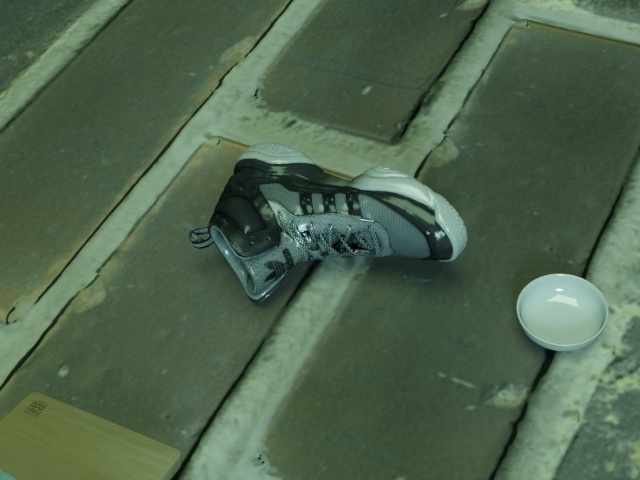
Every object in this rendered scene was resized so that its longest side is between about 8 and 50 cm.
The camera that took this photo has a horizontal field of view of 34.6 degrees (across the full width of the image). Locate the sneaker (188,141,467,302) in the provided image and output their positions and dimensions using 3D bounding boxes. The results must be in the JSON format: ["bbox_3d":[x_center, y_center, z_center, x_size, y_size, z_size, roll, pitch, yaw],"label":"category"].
[{"bbox_3d":[0.000,0.000,1.006,0.268,0.101,0.153,18,54,29],"label":"sneaker"}]

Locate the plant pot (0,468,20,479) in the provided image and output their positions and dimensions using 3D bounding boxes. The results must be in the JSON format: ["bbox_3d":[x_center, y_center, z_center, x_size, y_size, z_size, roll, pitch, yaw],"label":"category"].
[{"bbox_3d":[-0.234,0.347,0.577,0.341,0.334,0.341,-4,48,4],"label":"plant pot"}]

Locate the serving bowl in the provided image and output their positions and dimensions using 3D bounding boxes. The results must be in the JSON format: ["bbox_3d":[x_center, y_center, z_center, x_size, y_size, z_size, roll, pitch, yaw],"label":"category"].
[{"bbox_3d":[0.224,0.071,0.957,0.083,0.027,0.083,-4,48,4],"label":"serving bowl"}]

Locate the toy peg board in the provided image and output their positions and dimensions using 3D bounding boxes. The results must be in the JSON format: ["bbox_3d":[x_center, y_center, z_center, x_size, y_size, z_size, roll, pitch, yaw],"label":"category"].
[{"bbox_3d":[-0.225,0.229,0.862,0.161,0.079,0.160,17,38,20],"label":"toy peg board"}]
